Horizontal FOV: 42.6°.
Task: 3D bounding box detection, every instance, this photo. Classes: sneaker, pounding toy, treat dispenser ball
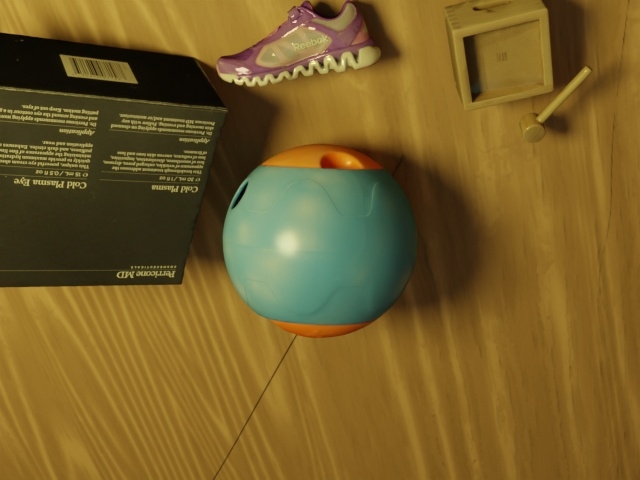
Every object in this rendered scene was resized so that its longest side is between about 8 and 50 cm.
[{"bbox_3d":[-0.037,-0.285,1.174,0.236,0.095,0.104,-10,113,5],"label":"sneaker"},{"bbox_3d":[0.283,-0.246,1.169,0.181,0.094,0.206,-12,128,6],"label":"pounding toy"},{"bbox_3d":[0.000,0.000,1.221,0.288,0.288,0.288,2,121,4],"label":"treat dispenser ball"}]

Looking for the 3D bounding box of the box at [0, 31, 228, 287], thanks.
[{"bbox_3d":[-0.349,-0.106,1.176,0.343,0.179,0.312,2,125,-29],"label":"box"}]
